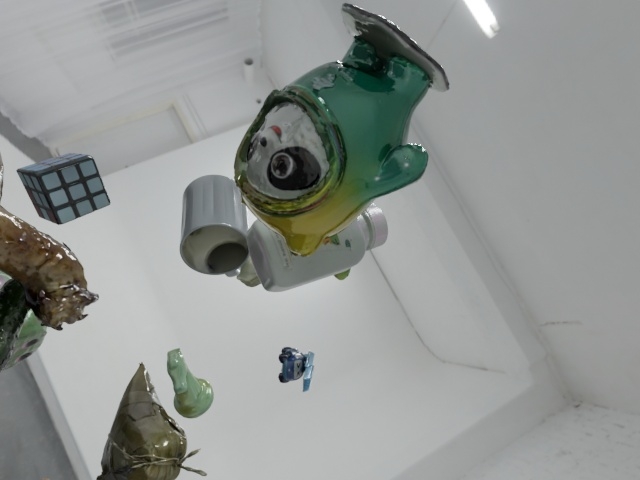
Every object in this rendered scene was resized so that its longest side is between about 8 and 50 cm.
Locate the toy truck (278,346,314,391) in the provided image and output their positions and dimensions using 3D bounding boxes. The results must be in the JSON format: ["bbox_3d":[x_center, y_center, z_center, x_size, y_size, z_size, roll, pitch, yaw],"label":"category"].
[{"bbox_3d":[-0.053,0.269,0.873,0.136,0.074,0.063,-58,150,-81],"label":"toy truck"}]

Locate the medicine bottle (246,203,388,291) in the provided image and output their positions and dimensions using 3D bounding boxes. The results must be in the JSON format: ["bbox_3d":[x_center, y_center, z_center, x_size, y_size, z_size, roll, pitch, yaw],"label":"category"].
[{"bbox_3d":[0.000,0.000,0.917,0.111,0.296,0.161,-38,-111,60],"label":"medicine bottle"}]

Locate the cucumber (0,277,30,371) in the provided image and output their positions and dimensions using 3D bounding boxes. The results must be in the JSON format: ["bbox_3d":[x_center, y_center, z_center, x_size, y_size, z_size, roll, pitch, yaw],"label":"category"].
[{"bbox_3d":[-0.547,0.145,0.723,0.069,0.069,0.227,83,6,-52],"label":"cucumber"}]

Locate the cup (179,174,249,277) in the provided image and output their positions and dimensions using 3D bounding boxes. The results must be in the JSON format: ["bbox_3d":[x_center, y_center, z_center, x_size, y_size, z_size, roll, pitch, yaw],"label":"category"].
[{"bbox_3d":[-0.369,-0.040,1.543,0.327,0.237,0.323,-108,-179,-48],"label":"cup"}]

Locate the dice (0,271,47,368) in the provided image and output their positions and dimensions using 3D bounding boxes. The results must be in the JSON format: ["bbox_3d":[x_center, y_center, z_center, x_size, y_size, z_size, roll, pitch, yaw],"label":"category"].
[{"bbox_3d":[-1.311,0.335,1.643,0.330,0.322,0.318,49,-56,12],"label":"dice"}]

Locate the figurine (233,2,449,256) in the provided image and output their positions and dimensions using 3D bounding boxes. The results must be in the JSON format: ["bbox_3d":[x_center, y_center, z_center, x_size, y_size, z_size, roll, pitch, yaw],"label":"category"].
[{"bbox_3d":[0.015,-0.149,0.651,0.323,0.340,0.231,46,14,34],"label":"figurine"}]

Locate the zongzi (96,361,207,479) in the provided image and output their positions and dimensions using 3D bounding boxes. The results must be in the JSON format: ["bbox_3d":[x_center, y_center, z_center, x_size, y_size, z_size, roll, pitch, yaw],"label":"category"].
[{"bbox_3d":[-0.593,0.602,1.465,0.500,0.218,0.467,-35,-127,40],"label":"zongzi"}]

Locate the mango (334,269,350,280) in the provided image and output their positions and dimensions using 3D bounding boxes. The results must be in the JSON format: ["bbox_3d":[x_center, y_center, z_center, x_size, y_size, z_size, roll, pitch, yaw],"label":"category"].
[{"bbox_3d":[0.022,0.045,1.529,0.233,0.125,0.111,58,17,1],"label":"mango"}]

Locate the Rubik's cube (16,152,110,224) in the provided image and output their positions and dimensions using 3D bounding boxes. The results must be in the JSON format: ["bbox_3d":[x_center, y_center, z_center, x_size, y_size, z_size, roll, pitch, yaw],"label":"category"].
[{"bbox_3d":[-0.748,-0.157,1.232,0.162,0.160,0.163,16,-54,36],"label":"Rubik's cube"}]

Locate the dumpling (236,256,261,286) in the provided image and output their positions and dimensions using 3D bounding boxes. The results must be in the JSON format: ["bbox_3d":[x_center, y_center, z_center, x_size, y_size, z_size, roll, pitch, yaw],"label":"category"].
[{"bbox_3d":[-0.295,0.131,1.901,0.134,0.169,0.100,28,-8,3],"label":"dumpling"}]

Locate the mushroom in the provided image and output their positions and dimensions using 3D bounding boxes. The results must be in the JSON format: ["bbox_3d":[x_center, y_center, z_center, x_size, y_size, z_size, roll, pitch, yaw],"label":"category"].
[{"bbox_3d":[-0.535,-0.028,0.653,0.331,0.356,0.334,160,-66,-64],"label":"mushroom"}]

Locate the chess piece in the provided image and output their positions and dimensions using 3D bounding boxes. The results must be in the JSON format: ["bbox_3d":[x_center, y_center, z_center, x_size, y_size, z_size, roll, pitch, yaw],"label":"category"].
[{"bbox_3d":[-0.560,0.591,1.741,0.176,0.176,0.298,49,-24,47],"label":"chess piece"}]

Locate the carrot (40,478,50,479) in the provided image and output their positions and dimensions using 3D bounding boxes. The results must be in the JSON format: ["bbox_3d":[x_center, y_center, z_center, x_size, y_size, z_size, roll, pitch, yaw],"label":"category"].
[{"bbox_3d":[-1.103,0.998,1.606,0.193,0.087,0.087,-92,160,-76],"label":"carrot"}]
